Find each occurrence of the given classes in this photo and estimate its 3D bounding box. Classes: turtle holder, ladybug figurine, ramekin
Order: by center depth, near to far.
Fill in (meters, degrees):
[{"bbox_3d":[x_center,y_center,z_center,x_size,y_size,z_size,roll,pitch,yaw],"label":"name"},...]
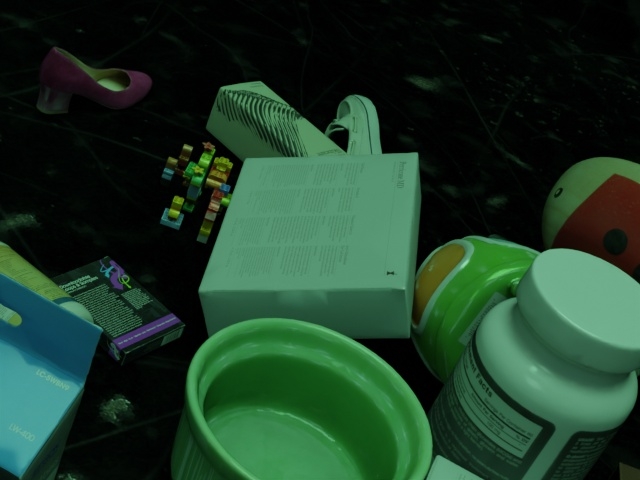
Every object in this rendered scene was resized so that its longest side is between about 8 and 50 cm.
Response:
[{"bbox_3d":[-0.033,0.249,1.353,0.303,0.148,0.303,16,34,-11],"label":"ramekin"},{"bbox_3d":[0.276,0.110,1.661,0.320,0.243,0.227,-2,26,-27],"label":"turtle holder"},{"bbox_3d":[0.531,0.054,1.861,0.162,0.305,0.449,-28,56,-29],"label":"ladybug figurine"}]

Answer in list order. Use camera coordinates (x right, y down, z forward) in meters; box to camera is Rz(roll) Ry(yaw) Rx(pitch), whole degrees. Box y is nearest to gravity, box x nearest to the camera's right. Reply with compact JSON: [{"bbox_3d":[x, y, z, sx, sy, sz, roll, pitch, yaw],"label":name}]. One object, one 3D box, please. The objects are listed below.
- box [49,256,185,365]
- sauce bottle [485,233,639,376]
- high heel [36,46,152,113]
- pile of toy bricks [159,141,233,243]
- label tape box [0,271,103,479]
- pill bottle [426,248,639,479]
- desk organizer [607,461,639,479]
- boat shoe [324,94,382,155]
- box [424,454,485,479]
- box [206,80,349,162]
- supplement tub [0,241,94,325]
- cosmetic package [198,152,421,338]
[{"bbox_3d":[-0.279,0.092,1.528,0.162,0.029,0.116,40,36,21],"label":"box"},{"bbox_3d":[0.394,0.097,1.837,0.111,0.111,0.344,-8,31,-39],"label":"sauce bottle"},{"bbox_3d":[-0.374,-0.288,1.918,0.244,0.117,0.082,-14,49,-43],"label":"high heel"},{"bbox_3d":[-0.190,-0.103,1.785,0.118,0.105,0.212,20,33,-6],"label":"pile of toy bricks"},{"bbox_3d":[-0.371,0.175,1.078,0.240,0.334,0.106,28,33,6],"label":"label tape box"},{"bbox_3d":[0.263,0.202,1.405,0.210,0.363,0.210,17,34,-12],"label":"pill bottle"},{"bbox_3d":[0.389,0.356,1.482,0.050,0.130,0.047,21,33,0],"label":"desk organizer"},{"bbox_3d":[0.050,-0.183,2.064,0.088,0.096,0.268,16,42,-20],"label":"boat shoe"},{"bbox_3d":[0.178,0.363,1.341,0.170,0.130,0.091,27,34,6],"label":"box"},{"bbox_3d":[-0.066,-0.161,1.952,0.275,0.094,0.113,41,36,25],"label":"box"},{"bbox_3d":[-0.390,0.088,1.359,0.199,0.144,0.144,35,35,17],"label":"supplement tub"},{"bbox_3d":[0.000,0.000,1.673,0.284,0.097,0.377,-3,33,10],"label":"cosmetic package"}]
